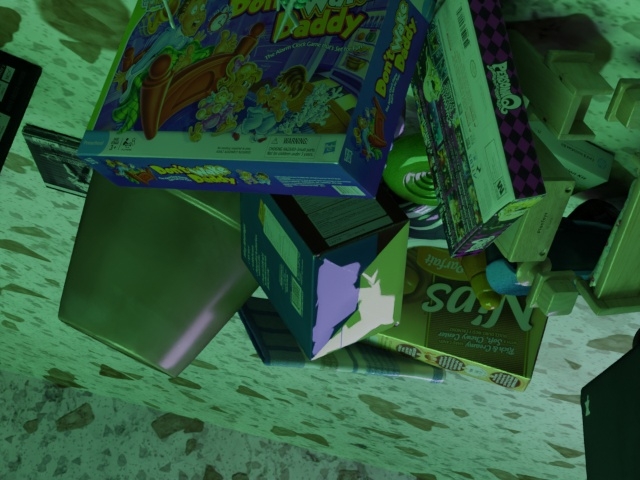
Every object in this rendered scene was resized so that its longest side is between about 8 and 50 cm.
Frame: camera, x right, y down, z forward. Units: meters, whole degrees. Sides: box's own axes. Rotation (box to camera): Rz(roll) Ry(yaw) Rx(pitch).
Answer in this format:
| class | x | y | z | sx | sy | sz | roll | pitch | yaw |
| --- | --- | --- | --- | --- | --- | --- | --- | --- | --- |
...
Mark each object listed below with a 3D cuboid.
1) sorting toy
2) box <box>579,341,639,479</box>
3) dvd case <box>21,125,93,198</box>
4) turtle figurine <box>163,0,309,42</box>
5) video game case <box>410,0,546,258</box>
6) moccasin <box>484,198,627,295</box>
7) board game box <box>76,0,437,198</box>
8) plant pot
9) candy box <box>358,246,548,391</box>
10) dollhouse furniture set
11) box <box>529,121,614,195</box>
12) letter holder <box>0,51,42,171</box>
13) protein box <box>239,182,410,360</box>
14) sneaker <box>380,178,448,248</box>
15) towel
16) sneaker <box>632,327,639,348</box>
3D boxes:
| class | x | y | z | sx | sy | sz | roll | pitch | yaw |
| --- | --- | --- | --- | --- | --- | --- | --- | --- | --- |
| sorting toy | 0.144 | -0.031 | 1.702 | 0.127 | 0.126 | 0.365 | -17 | 141 | 30 |
| box | 0.622 | 0.269 | 1.804 | 0.472 | 0.297 | 0.480 | 1 | 162 | -5 |
| dvd case | -0.374 | -0.111 | 2.276 | 0.164 | 0.018 | 0.221 | 15 | 160 | 5 |
| turtle figurine | -0.092 | -0.294 | 1.370 | 0.175 | 0.118 | 0.234 | 3 | 145 | 0 |
| video game case | 0.153 | -0.120 | 1.467 | 0.042 | 0.232 | 0.210 | -8 | 165 | -15 |
| moccasin | 0.345 | -0.001 | 1.751 | 0.342 | 0.117 | 0.138 | 3 | 161 | -40 |
| board game box | -0.071 | -0.169 | 1.510 | 0.347 | 0.233 | 0.078 | 4 | 156 | 36 |
| plant pot | -0.221 | 0.031 | 2.035 | 0.323 | 0.280 | 0.323 | 25 | 171 | 4 |
| candy box | 0.167 | 0.080 | 2.054 | 0.316 | 0.183 | 0.087 | 17 | 162 | 5 |
| dollhouse furniture set | 0.339 | -0.089 | 1.590 | 0.355 | 0.174 | 0.303 | -3 | 128 | -25 |
| box | 0.241 | -0.094 | 1.734 | 0.145 | 0.038 | 0.186 | 25 | 159 | -18 |
| letter holder | -0.522 | -0.103 | 1.996 | 0.152 | 0.302 | 0.214 | 22 | 161 | -12 |
| protein box | 0.000 | 0.000 | 1.825 | 0.201 | 0.136 | 0.200 | 54 | 155 | 37 |
| sneaker | 0.083 | -0.047 | 1.913 | 0.282 | 0.099 | 0.153 | -6 | 152 | 41 |
| towel | 0.027 | 0.146 | 2.105 | 0.285 | 0.034 | 0.209 | 7 | -159 | -21 |
| sneaker | 0.578 | 0.205 | 2.155 | 0.281 | 0.106 | 0.162 | 19 | 164 | -5 |
